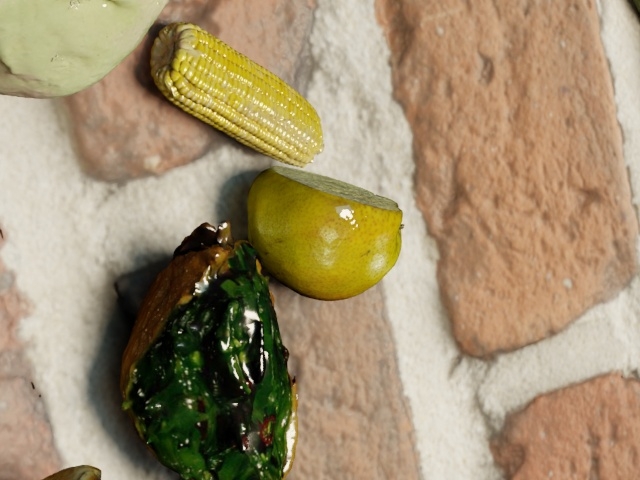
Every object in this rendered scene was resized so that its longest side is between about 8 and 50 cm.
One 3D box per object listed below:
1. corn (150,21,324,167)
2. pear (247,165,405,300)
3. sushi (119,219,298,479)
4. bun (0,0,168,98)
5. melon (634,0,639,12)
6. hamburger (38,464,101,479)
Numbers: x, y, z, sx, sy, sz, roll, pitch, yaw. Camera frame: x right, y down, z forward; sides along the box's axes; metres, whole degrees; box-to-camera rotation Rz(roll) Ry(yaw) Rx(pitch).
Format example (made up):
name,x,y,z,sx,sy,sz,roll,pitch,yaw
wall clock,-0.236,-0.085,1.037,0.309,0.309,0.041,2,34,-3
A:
name,x,y,z,sx,sy,sz,roll,pitch,yaw
corn,-0.068,-0.121,1.322,0.165,0.085,0.063,29,104,-36
pear,0.000,0.000,1.330,0.141,0.141,0.104,7,101,-35
sushi,-0.086,0.127,1.260,0.149,0.140,0.287,-16,98,-41
bun,-0.225,-0.236,1.094,0.283,0.179,0.283,0,101,-3
melon,0.394,-0.255,1.622,0.167,0.114,0.114,22,77,-32
hamburger,-0.208,0.253,1.174,0.131,0.159,0.185,65,31,-12
